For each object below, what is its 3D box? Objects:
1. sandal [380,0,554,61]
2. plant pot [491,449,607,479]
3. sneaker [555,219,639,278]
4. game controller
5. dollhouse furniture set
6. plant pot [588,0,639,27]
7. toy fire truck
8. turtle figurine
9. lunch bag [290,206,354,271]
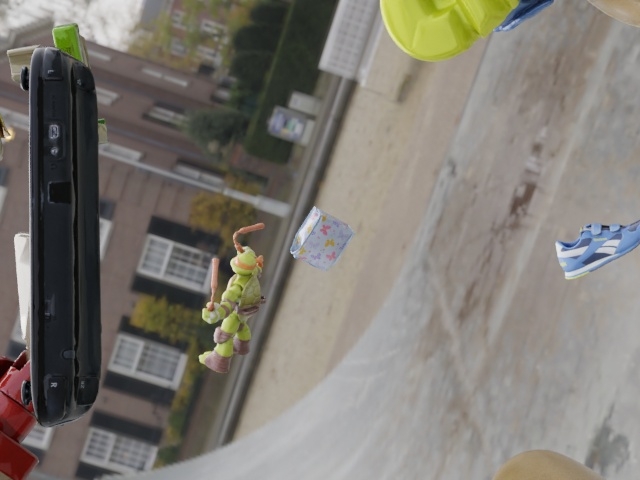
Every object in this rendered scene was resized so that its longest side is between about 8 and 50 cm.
[{"bbox_3d":[0.203,-0.262,0.875,0.317,0.126,0.138,-22,2,29],"label":"sandal"},{"bbox_3d":[0.262,0.339,1.146,0.254,0.237,0.237,-79,8,-74],"label":"plant pot"},{"bbox_3d":[0.389,-0.001,1.431,0.144,0.059,0.053,-29,-2,17],"label":"sneaker"},{"bbox_3d":[-0.225,0.000,0.906,0.166,0.067,0.319,147,121,-74],"label":"game controller"},{"bbox_3d":[-0.512,-0.225,1.662,0.151,0.301,0.198,-128,28,-82],"label":"dollhouse furniture set"},{"bbox_3d":[0.396,-0.366,1.311,0.032,0.236,0.236,-48,-4,-19],"label":"plant pot"},{"bbox_3d":[-0.340,0.117,1.016,0.246,0.217,0.158,-53,-41,-18],"label":"toy fire truck"},{"bbox_3d":[-0.133,0.098,1.739,0.269,0.087,0.217,-67,-9,-61],"label":"turtle figurine"},{"bbox_3d":[0.000,0.000,1.638,0.083,0.071,0.053,-59,23,10],"label":"lunch bag"}]
